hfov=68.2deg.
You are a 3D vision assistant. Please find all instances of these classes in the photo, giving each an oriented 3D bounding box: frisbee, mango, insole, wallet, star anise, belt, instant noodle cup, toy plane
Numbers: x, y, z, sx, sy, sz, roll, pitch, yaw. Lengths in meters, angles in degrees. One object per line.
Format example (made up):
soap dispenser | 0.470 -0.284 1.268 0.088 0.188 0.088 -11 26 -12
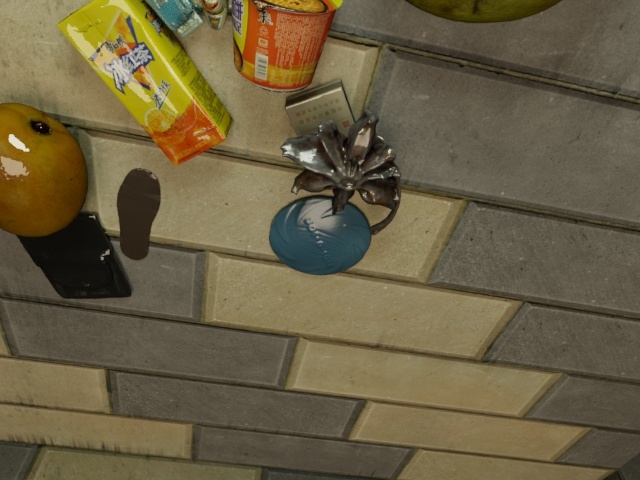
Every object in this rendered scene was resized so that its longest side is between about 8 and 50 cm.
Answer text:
frisbee | -0.001 0.003 1.326 0.290 0.049 0.289 0 130 0
mango | -0.690 -0.142 1.107 0.264 0.221 0.378 15 139 -18
insole | -0.505 -0.064 1.301 0.111 0.007 0.327 15 128 -10
wallet | -0.719 0.059 1.386 0.248 0.041 0.322 -4 128 2
star anise | 0.062 -0.163 1.077 0.316 0.139 0.359 20 143 -7
belt | -0.341 -0.514 0.870 0.072 0.087 0.302 -31 123 20
instant noodle cup | -0.078 -0.400 0.901 0.214 0.213 0.174 10 137 -8
toy plane | -0.197 -0.534 0.852 0.092 0.108 0.286 4 117 -1

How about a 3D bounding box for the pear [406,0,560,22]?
pear | 0.285 -0.514 0.710 0.414 0.351 0.351 -12 130 -8

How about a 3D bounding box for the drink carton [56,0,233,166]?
drink carton | -0.349 -0.345 1.000 0.155 0.111 0.351 -23 125 17

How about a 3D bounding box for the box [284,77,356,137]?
box | 0.017 -0.257 1.103 0.141 0.058 0.201 -17 127 14
